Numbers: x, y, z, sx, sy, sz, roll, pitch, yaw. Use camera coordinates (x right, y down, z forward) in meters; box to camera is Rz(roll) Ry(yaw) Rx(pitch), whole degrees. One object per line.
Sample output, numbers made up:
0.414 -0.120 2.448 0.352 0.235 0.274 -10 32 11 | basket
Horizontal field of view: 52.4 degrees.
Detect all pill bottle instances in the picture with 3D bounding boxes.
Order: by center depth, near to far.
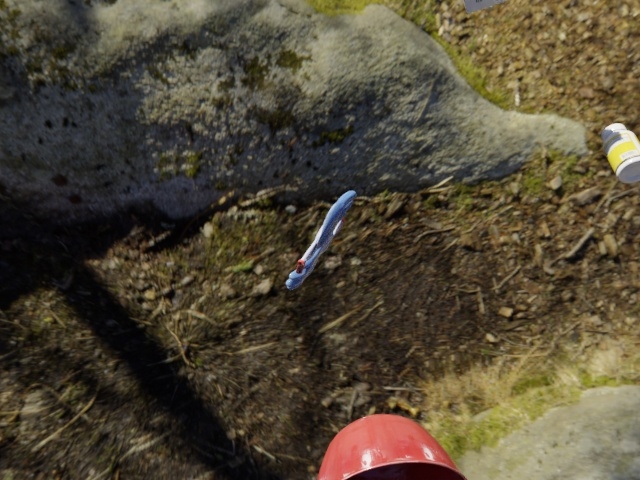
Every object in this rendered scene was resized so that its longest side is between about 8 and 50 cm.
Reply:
0.588 -0.172 1.259 0.065 0.065 0.116 5 49 -11 | pill bottle

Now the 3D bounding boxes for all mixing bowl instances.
0.073 0.268 0.757 0.182 0.181 0.098 2 38 -11 | mixing bowl

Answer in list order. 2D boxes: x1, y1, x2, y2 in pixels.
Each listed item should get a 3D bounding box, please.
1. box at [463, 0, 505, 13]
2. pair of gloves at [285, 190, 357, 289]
0.296 -0.498 1.105 0.145 0.186 0.038 -14 43 17 | box
0.000 0.000 1.043 0.023 0.198 0.159 34 68 6 | pair of gloves
